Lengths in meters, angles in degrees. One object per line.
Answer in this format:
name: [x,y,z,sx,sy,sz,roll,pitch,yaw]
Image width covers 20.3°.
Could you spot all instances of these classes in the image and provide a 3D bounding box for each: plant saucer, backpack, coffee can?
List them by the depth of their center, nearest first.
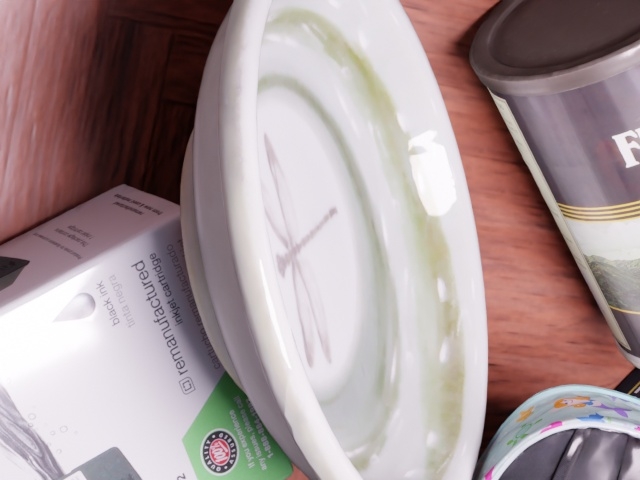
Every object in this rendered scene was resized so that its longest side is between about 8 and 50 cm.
plant saucer: [0.000,0.000,1.178,0.400,0.100,0.400,-10,90,-67]
backpack: [0.190,0.233,1.269,0.225,0.191,0.253,25,107,1]
coffee can: [0.258,-0.066,1.328,0.201,0.201,0.275,-39,117,-17]

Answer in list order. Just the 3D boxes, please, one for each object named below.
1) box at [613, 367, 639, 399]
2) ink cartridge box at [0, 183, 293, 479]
box: [0.386,0.258,1.501,0.318,0.097,0.395,-44,109,-16]
ink cartridge box: [-0.192,0.124,1.160,0.289,0.121,0.211,-30,113,-22]
